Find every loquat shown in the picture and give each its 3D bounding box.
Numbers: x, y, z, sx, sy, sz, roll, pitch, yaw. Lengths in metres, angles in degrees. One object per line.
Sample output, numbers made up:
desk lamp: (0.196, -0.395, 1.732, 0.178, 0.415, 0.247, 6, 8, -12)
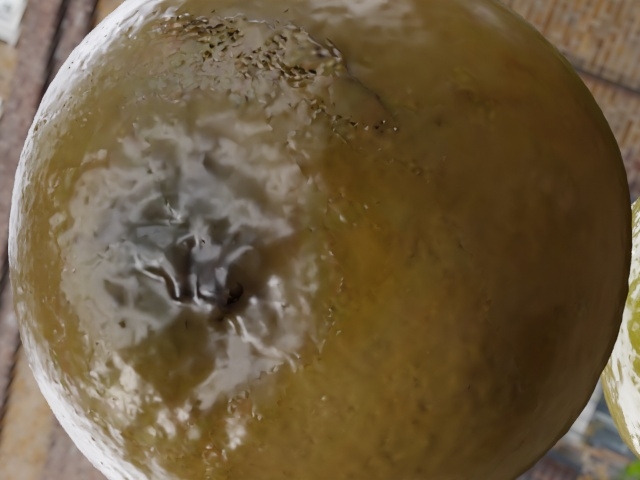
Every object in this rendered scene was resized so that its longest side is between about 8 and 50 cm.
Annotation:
loquat: (0.000, 0.000, 0.703, 0.263, 0.263, 0.263, -47, -30, -37)

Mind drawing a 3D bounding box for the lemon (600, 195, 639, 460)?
lemon: (0.391, 0.077, 1.210, 0.364, 0.364, 0.364, -47, -30, -37)
